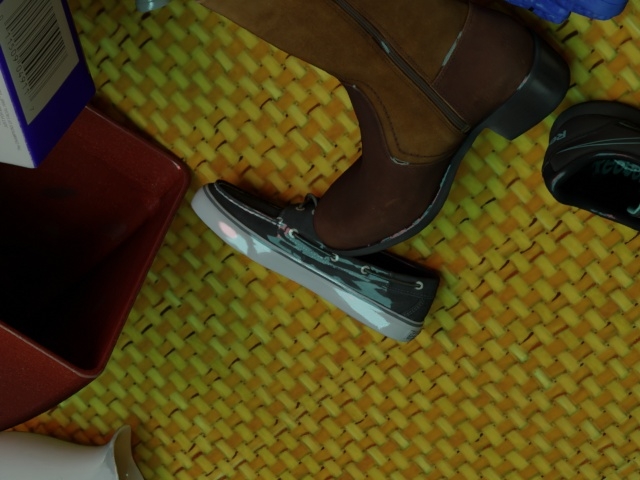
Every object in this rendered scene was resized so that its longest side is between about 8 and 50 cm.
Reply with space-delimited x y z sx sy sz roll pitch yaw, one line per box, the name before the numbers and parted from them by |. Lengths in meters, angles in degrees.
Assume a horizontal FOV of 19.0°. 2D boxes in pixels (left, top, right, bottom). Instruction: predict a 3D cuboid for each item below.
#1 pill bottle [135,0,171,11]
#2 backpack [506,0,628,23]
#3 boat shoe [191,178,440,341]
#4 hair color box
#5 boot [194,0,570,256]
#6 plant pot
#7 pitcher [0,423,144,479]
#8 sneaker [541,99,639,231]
pill bottle | -0.152 -0.236 1.602 0.043 0.043 0.083 -8 111 26
backpack | 0.187 -0.218 1.439 0.120 0.098 0.101 21 132 -3
boat shoe | 0.000 0.000 1.642 0.228 0.080 0.076 33 106 8
hair color box | -0.358 -0.180 1.483 0.338 0.110 0.185 10 137 23
boot | 0.014 -0.119 1.475 0.280 0.096 0.264 29 131 -36
plant pot | -0.313 0.017 1.657 0.267 0.267 0.236 33 133 -12
pitcher | -0.265 0.264 1.869 0.207 0.125 0.178 -8 127 14
sneaker | 0.298 -0.030 1.480 0.267 0.106 0.101 13 117 15
